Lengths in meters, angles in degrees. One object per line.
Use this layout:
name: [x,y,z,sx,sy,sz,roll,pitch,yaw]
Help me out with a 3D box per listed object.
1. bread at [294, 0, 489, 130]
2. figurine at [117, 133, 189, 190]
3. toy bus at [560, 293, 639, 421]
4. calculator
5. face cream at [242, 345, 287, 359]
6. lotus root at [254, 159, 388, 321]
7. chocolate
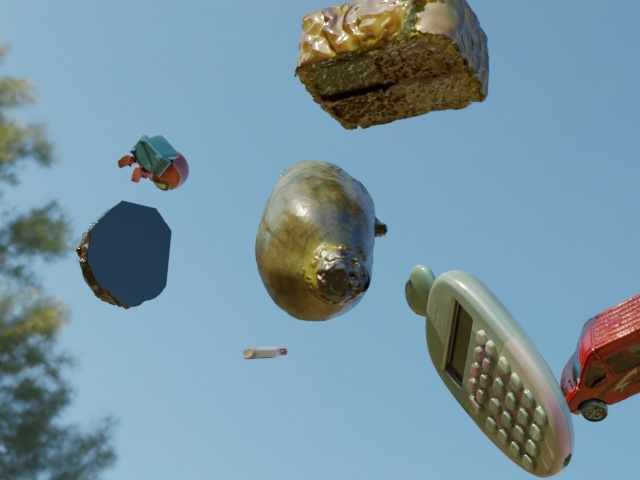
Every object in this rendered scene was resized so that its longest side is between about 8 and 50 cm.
bread: [0.082,-0.219,1.464,0.222,0.096,0.181,-10,-31,29]
figurine: [-0.253,-0.121,1.946,0.068,0.075,0.140,46,12,18]
toy bus: [0.344,0.123,1.379,0.195,0.081,0.089,-31,-63,30]
calculator: [0.185,0.136,1.382,0.299,0.041,0.185,52,-26,37]
face cream: [-0.097,0.202,2.216,0.040,0.083,0.021,-22,-108,50]
lotus root: [0.000,0.000,1.433,0.173,0.173,0.309,43,10,-9]
chocolate: [-0.461,0.039,2.667,0.206,0.224,0.177,13,-15,-40]
